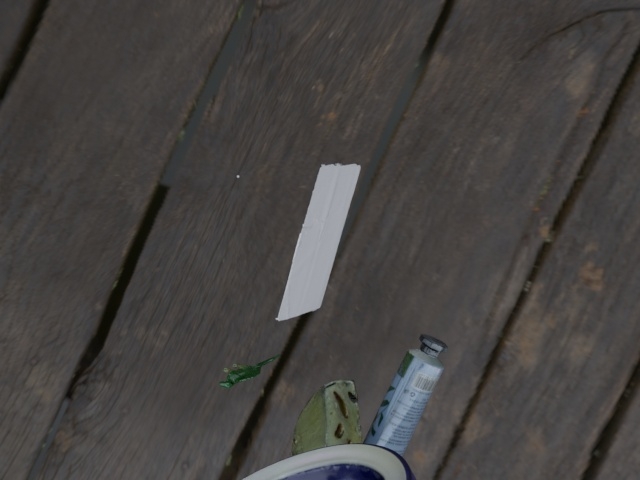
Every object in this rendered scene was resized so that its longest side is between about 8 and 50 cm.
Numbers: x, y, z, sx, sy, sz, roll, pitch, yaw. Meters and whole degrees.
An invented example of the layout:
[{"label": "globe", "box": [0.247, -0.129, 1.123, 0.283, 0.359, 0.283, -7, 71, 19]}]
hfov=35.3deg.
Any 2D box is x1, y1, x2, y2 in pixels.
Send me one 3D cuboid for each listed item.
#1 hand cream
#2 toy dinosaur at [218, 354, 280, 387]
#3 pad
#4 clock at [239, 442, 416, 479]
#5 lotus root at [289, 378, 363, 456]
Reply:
[{"label": "hand cream", "box": [0.111, 0.267, 1.477, 0.091, 0.058, 0.271, 17, 101, -40]}, {"label": "toy dinosaur", "box": [-0.109, 0.204, 1.549, 0.119, 0.060, 0.029, -16, 101, -27]}, {"label": "pad", "box": [0.000, 0.000, 1.434, 0.004, 0.156, 0.232, 20, 101, 22]}, {"label": "clock", "box": [-0.017, 0.262, 0.833, 0.230, 0.230, 0.083, -26, 103, -3]}, {"label": "lotus root", "box": [-0.002, 0.289, 1.450, 0.070, 0.143, 0.144, 13, 135, -30]}]
